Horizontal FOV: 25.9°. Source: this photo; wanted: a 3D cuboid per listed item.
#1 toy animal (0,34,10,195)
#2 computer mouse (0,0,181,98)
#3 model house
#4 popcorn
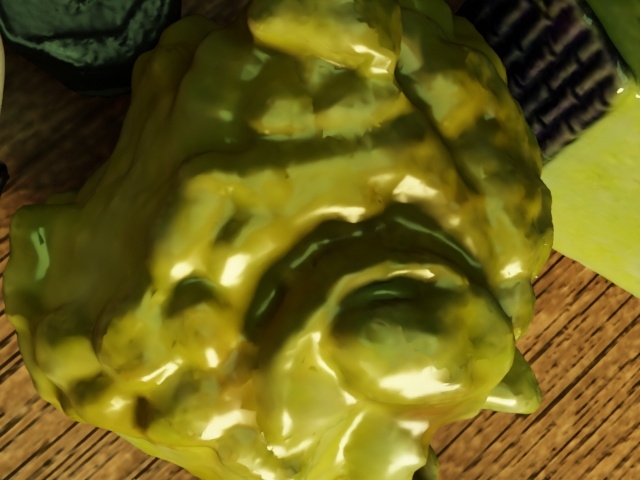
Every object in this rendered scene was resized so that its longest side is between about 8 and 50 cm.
[{"bbox_3d":[-0.243,-0.073,0.591,0.204,0.156,0.208,-11,113,-28],"label":"toy animal"},{"bbox_3d":[-0.138,-0.156,0.687,0.106,0.062,0.192,-34,99,-19],"label":"computer mouse"},{"bbox_3d":[0.152,-0.095,0.759,0.211,0.194,0.170,26,65,-11],"label":"model house"},{"bbox_3d":[0.000,0.000,0.662,0.241,0.235,0.250,22,107,-44],"label":"popcorn"}]
